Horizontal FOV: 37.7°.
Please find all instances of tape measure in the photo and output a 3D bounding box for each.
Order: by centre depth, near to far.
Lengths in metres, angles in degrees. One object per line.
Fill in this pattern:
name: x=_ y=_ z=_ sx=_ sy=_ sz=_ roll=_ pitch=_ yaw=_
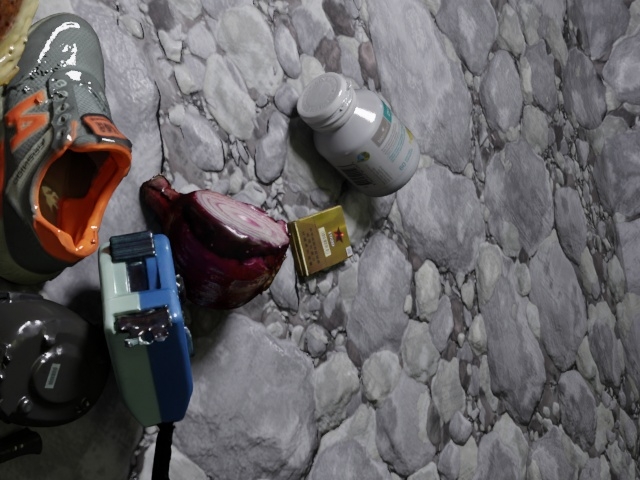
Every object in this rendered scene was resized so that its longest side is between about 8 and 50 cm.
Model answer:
tape measure: x=-0.202 y=0.150 z=1.149 sx=0.351 sy=0.097 sz=0.215 roll=93 pitch=-16 yaw=-44

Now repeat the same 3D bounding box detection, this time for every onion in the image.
onion: x=-0.156 y=-0.002 z=1.253 sx=0.218 sy=0.140 sz=0.195 roll=30 pitch=21 yaw=2

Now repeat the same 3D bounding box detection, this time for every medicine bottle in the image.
medicine bottle: x=0.060 y=-0.178 z=1.552 sx=0.215 sy=0.135 sz=0.135 roll=41 pitch=53 yaw=-40

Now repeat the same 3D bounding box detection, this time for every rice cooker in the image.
rice cooker: x=-0.318 y=0.129 z=1.010 sx=0.203 sy=0.118 sz=0.142 roll=20 pitch=88 yaw=-56

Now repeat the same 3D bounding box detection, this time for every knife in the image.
knife: x=-0.393 y=0.258 z=0.982 sx=0.230 sy=0.028 sz=0.060 roll=-14 pitch=106 yaw=-50

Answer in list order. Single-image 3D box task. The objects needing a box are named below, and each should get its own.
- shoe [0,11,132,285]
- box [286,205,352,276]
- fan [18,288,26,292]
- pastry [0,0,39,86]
shoe: x=-0.284 y=-0.120 z=1.072 sx=0.132 sy=0.171 sz=0.337 roll=23 pitch=66 yaw=-47
box: x=0.000 y=0.000 z=1.532 sx=0.133 sy=0.023 sz=0.090 roll=-22 pitch=102 yaw=-52
fan: x=-0.466 y=0.090 z=0.925 sx=0.414 sy=0.012 sz=0.233 roll=-1 pitch=90 yaw=-52
pastry: x=-0.400 y=-0.271 z=0.957 sx=0.256 sy=0.170 sz=0.237 roll=-65 pitch=175 yaw=-58
